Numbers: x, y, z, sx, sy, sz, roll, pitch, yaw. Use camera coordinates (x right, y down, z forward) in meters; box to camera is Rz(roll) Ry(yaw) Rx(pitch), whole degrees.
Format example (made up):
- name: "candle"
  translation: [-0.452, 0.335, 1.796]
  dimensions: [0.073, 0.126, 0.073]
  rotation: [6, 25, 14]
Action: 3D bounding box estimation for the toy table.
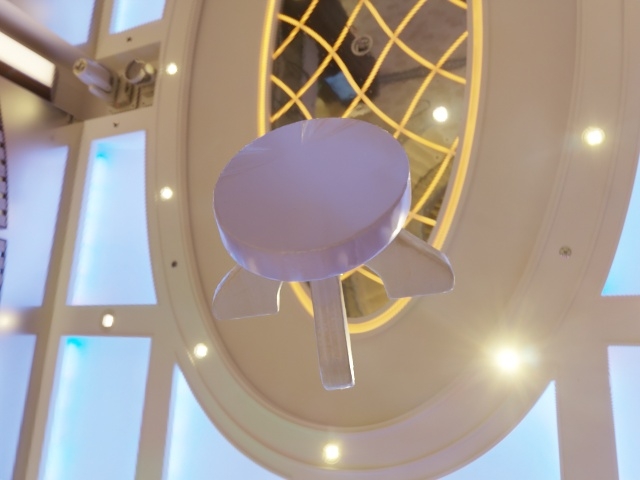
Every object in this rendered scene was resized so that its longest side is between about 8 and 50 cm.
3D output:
- name: "toy table"
  translation: [0.000, 0.000, 0.511]
  dimensions: [0.252, 0.160, 0.274]
  rotation: [-2, -147, 14]
